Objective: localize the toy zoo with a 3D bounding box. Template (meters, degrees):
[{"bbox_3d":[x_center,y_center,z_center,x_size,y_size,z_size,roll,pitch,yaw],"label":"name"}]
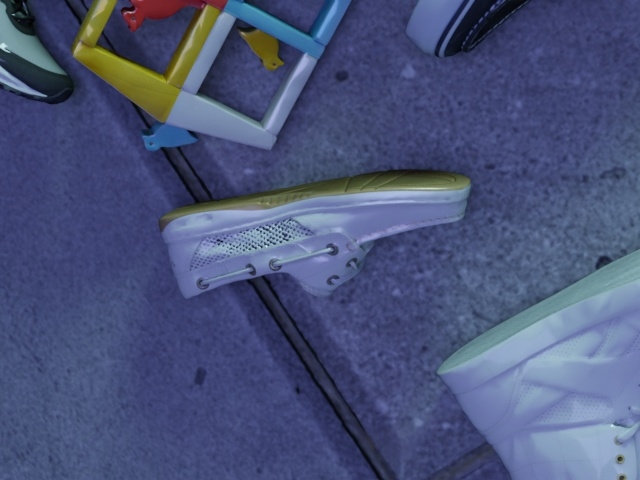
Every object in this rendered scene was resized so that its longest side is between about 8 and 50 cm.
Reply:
[{"bbox_3d":[-0.079,-0.204,1.238,0.192,0.030,0.293,25,103,-20],"label":"toy zoo"}]

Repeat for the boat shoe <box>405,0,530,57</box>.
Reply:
[{"bbox_3d":[0.214,-0.252,1.169,0.335,0.121,0.119,-44,84,11],"label":"boat shoe"}]

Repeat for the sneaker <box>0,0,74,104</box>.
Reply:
[{"bbox_3d":[-0.302,-0.232,1.283,0.108,0.100,0.271,-39,90,8],"label":"sneaker"}]

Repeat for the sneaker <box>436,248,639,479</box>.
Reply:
[{"bbox_3d":[0.263,0.109,1.230,0.292,0.108,0.169,-30,94,23],"label":"sneaker"}]

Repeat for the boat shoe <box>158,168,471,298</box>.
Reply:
[{"bbox_3d":[0.000,0.000,1.265,0.277,0.098,0.096,-8,97,21],"label":"boat shoe"}]
